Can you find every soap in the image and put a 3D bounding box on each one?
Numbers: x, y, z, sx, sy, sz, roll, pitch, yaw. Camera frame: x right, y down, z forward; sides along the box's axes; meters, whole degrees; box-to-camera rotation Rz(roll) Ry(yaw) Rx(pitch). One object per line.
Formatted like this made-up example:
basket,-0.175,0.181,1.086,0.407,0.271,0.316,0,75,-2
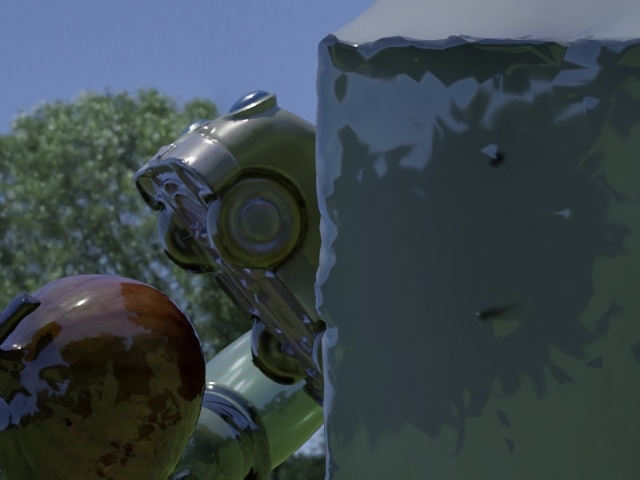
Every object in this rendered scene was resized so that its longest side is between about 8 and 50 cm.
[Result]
soap,0.211,-0.023,0.605,0.213,0.350,0.435,13,24,39

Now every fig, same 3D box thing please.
fig,-0.223,0.142,1.117,0.214,0.235,0.235,-7,-22,-35

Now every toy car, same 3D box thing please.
toy car,0.000,0.000,1.196,0.226,0.336,0.242,-41,11,-18

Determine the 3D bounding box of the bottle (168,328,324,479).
bottle,-0.108,0.230,1.505,0.168,0.168,0.347,-29,2,25
